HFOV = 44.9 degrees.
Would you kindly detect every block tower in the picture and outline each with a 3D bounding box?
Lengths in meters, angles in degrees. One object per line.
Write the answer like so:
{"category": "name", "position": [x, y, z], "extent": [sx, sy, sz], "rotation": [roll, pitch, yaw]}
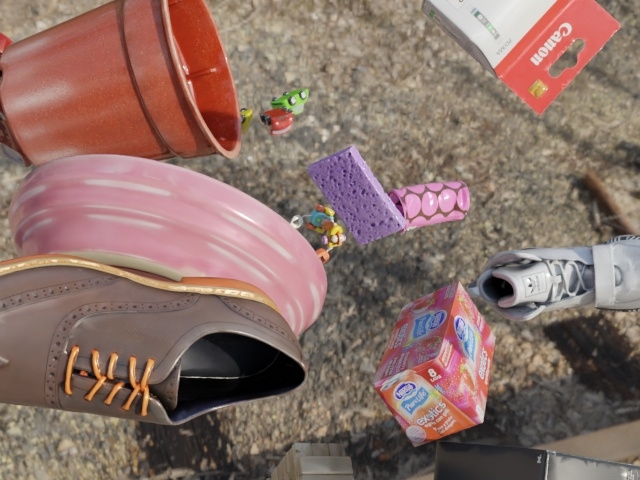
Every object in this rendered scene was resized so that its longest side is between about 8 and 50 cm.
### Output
{"category": "block tower", "position": [-0.045, 0.451, 1.334], "extent": [0.097, 0.335, 0.091], "rotation": [8, 51, -21]}

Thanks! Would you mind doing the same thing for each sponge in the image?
{"category": "sponge", "position": [0.075, -0.092, 1.620], "extent": [0.117, 0.210, 0.031], "rotation": [-23, 23, 34]}

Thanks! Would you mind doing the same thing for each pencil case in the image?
{"category": "pencil case", "position": [0.241, -0.076, 1.735], "extent": [0.209, 0.095, 0.098], "rotation": [-12, 67, -29]}

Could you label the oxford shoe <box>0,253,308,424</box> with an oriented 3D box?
{"category": "oxford shoe", "position": [-0.135, 0.069, 0.498], "extent": [0.271, 0.097, 0.098], "rotation": [-1, 19, -27]}

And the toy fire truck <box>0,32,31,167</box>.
{"category": "toy fire truck", "position": [-0.627, -0.249, 1.298], "extent": [0.302, 0.254, 0.169], "rotation": [27, 65, -1]}

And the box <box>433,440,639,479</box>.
{"category": "box", "position": [0.301, 0.344, 1.077], "extent": [0.184, 0.261, 0.103], "rotation": [16, 73, -19]}

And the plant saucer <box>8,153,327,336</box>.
{"category": "plant saucer", "position": [-0.162, 0.045, 0.795], "extent": [0.332, 0.332, 0.084], "rotation": [10, 58, 4]}

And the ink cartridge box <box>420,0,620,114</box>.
{"category": "ink cartridge box", "position": [0.279, -0.313, 1.056], "extent": [0.224, 0.056, 0.181], "rotation": [43, 87, 3]}

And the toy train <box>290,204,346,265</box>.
{"category": "toy train", "position": [0.000, 0.000, 1.763], "extent": [0.125, 0.166, 0.046], "rotation": [-32, 42, -10]}

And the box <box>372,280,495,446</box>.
{"category": "box", "position": [0.189, 0.190, 1.238], "extent": [0.128, 0.122, 0.257], "rotation": [56, 27, -10]}

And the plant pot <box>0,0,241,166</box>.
{"category": "plant pot", "position": [-0.282, -0.215, 1.097], "extent": [0.265, 0.272, 0.272], "rotation": [-14, 46, 10]}

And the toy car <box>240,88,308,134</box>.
{"category": "toy car", "position": [-0.102, -0.288, 1.757], "extent": [0.239, 0.053, 0.225], "rotation": [5, 29, 40]}

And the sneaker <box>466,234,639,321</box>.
{"category": "sneaker", "position": [0.439, 0.072, 1.347], "extent": [0.366, 0.137, 0.210], "rotation": [-5, 3, 41]}
